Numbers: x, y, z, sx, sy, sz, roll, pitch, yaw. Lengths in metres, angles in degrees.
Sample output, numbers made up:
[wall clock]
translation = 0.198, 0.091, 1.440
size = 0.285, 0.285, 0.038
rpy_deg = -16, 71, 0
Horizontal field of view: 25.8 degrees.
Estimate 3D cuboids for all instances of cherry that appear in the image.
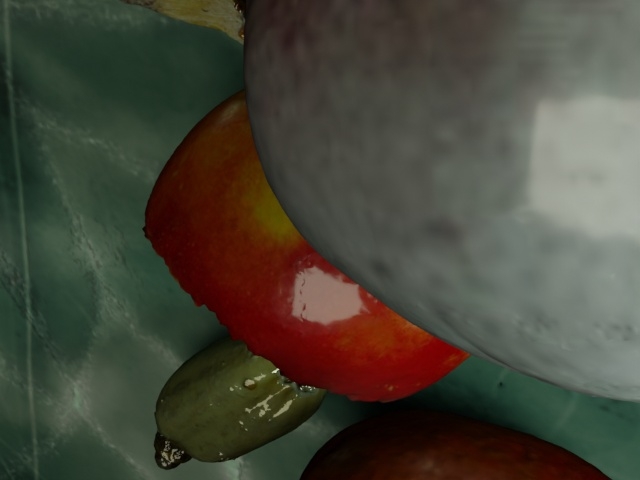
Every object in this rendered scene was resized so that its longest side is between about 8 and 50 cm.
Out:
[cherry]
translation = 0.132, -0.074, 0.646
size = 0.335, 0.291, 0.326
rpy_deg = -32, 86, 22

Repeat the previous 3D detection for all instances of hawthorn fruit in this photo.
[hawthorn fruit]
translation = 0.091, 0.254, 0.956
size = 0.311, 0.295, 0.295
rpy_deg = -26, 109, 26

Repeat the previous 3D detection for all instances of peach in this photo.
[peach]
translation = 0.000, 0.000, 0.865
size = 0.226, 0.190, 0.196
rpy_deg = 0, 137, 22

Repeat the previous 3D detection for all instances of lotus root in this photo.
[lotus root]
translation = -0.069, 0.122, 1.074
size = 0.090, 0.077, 0.183
rpy_deg = 44, 131, -12

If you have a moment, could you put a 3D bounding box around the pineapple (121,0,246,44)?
[pineapple]
translation = -0.082, -0.173, 0.862
size = 0.116, 0.069, 0.137
rpy_deg = -15, 117, 37
